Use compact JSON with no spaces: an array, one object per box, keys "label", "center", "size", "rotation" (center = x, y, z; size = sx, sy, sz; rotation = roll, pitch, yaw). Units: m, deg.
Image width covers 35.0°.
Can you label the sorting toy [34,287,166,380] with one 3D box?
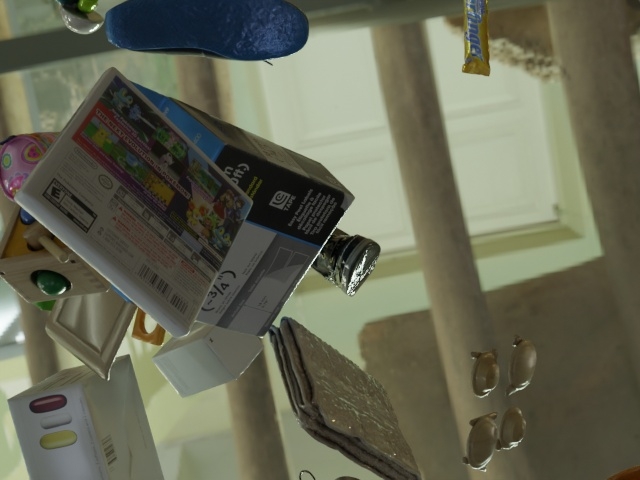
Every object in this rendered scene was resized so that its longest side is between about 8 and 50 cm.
[{"label":"sorting toy","center":[-0.330,0.092,1.546],"size":[0.347,0.196,0.047],"rotation":[26,-173,42]}]

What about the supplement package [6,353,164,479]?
[{"label":"supplement package","center":[-0.397,0.357,1.751],"size":[0.145,0.262,0.204],"rotation":[-14,-176,14]}]

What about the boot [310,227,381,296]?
[{"label":"boot","center":[-0.001,0.002,1.559],"size":[0.085,0.178,0.236],"rotation":[-51,172,-8]}]

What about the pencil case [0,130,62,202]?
[{"label":"pencil case","center":[-0.456,-0.133,1.790],"size":[0.124,0.124,0.284],"rotation":[-7,-174,19]}]

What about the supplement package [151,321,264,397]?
[{"label":"supplement package","center":[-0.216,0.215,1.937],"size":[0.179,0.105,0.105],"rotation":[-25,-164,45]}]

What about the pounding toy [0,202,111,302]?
[{"label":"pounding toy","center":[-0.281,0.001,1.093],"size":[0.130,0.100,0.141],"rotation":[-9,-131,23]}]

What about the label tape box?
[{"label":"label tape box","center":[-0.156,-0.028,1.272],"size":[0.333,0.241,0.106],"rotation":[20,-160,-40]}]

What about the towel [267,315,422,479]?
[{"label":"towel","center":[0.038,0.229,1.433],"size":[0.049,0.282,0.187],"rotation":[-36,-136,16]}]

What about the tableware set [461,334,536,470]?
[{"label":"tableware set","center":[0.220,0.199,1.249],"size":[0.020,0.169,0.141],"rotation":[9,-175,41]}]

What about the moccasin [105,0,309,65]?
[{"label":"moccasin","center":[-0.187,-0.375,1.717],"size":[0.341,0.138,0.117],"rotation":[7,-168,1]}]

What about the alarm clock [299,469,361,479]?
[{"label":"alarm clock","center":[0.035,0.432,1.612],"size":[0.192,0.129,0.064],"rotation":[37,-137,25]}]

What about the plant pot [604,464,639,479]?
[{"label":"plant pot","center":[0.494,0.451,1.434],"size":[0.205,0.188,0.205],"rotation":[-17,-159,7]}]

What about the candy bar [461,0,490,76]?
[{"label":"candy bar","center":[0.190,-0.284,1.253],"size":[0.040,0.162,0.018],"rotation":[13,-149,36]}]

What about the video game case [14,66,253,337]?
[{"label":"video game case","center":[-0.167,-0.037,0.959],"size":[0.023,0.201,0.183],"rotation":[-24,-149,41]}]

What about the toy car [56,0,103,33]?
[{"label":"toy car","center":[-0.423,-0.456,1.732],"size":[0.136,0.159,0.182],"rotation":[16,-154,-28]}]
